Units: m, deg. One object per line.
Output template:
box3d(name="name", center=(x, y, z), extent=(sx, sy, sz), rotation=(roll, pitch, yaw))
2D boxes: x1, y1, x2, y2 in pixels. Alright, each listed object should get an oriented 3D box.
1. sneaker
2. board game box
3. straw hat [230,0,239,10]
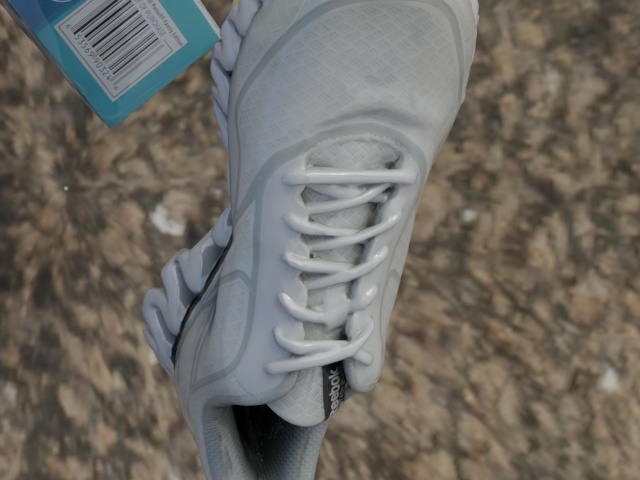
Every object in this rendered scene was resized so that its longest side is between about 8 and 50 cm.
box3d(name="sneaker", center=(0.000, 0.000, 0.684), extent=(0.110, 0.292, 0.118), rotation=(4, 47, -15))
box3d(name="board game box", center=(-0.208, -0.236, 0.859), extent=(0.079, 0.336, 0.254), rotation=(-39, 135, -4))
box3d(name="straw hat", center=(-0.023, -0.130, 1.013), extent=(0.061, 0.144, 0.144), rotation=(6, 91, 10))
